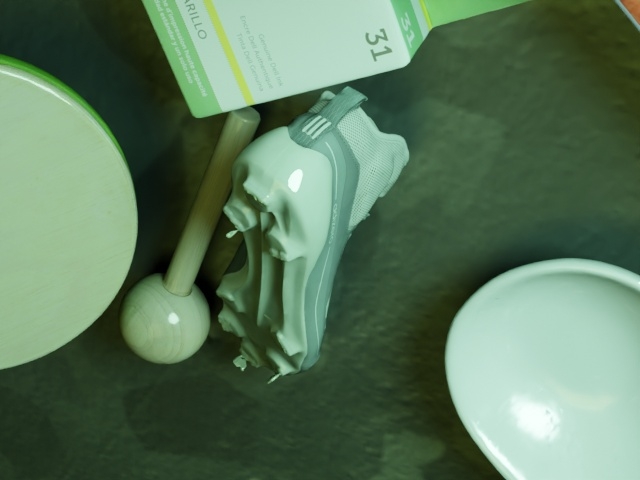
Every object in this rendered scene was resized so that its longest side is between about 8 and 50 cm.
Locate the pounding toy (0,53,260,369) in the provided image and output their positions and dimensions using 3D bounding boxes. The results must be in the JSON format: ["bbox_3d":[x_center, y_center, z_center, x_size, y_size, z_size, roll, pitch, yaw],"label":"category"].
[{"bbox_3d":[-0.169,-0.029,0.712,0.237,0.110,0.182,7,117,-16],"label":"pounding toy"}]

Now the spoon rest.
[{"bbox_3d":[0.168,0.127,0.675,0.137,0.084,0.276,-25,109,29],"label":"spoon rest"}]

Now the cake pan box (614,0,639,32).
[{"bbox_3d":[0.252,-0.138,0.494,0.267,0.070,0.245,-36,104,27],"label":"cake pan box"}]

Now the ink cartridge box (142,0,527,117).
[{"bbox_3d":[0.018,-0.163,0.580,0.235,0.056,0.171,-11,115,26],"label":"ink cartridge box"}]

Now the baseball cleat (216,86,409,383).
[{"bbox_3d":[0.000,0.000,0.670,0.072,0.109,0.206,43,156,15],"label":"baseball cleat"}]
